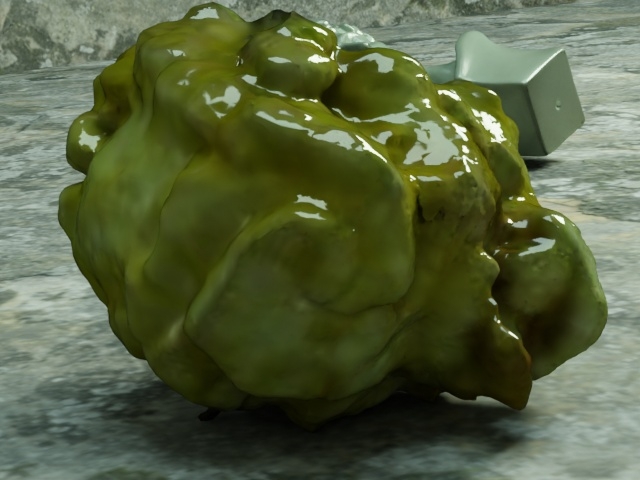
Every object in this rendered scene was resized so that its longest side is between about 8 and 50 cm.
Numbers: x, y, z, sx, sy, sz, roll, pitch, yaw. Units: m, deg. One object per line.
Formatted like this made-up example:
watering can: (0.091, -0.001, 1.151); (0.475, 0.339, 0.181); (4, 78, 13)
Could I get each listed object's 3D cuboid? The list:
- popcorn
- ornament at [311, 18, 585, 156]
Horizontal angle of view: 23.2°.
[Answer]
popcorn: (0.000, 0.000, 0.729); (0.266, 0.192, 0.233); (28, 10, 24)
ornament: (0.095, -0.126, 1.396); (0.285, 0.130, 0.120); (10, 33, 23)
